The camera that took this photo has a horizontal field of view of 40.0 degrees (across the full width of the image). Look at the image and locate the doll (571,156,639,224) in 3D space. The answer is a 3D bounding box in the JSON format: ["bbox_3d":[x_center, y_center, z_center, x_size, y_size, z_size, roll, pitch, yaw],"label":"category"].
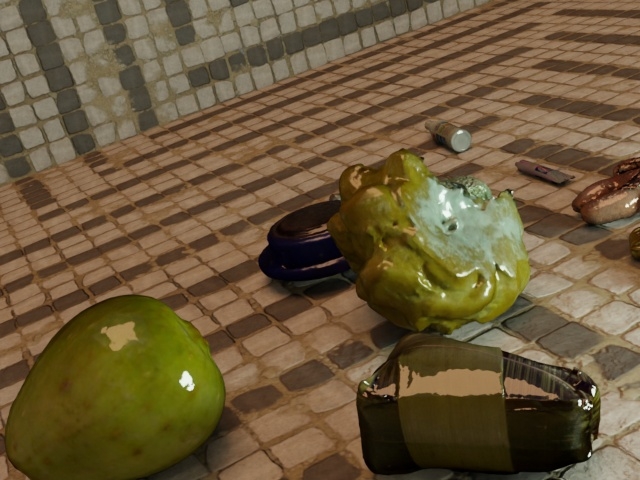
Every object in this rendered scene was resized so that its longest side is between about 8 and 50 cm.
[{"bbox_3d":[0.606,-0.134,1.610,0.303,0.156,0.201,-21,28,1],"label":"doll"}]

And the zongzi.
[{"bbox_3d":[0.215,0.180,1.153,0.289,0.154,0.317,-1,20,17],"label":"zongzi"}]

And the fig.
[{"bbox_3d":[-0.305,0.228,1.263,0.326,0.258,0.258,-30,22,1],"label":"fig"}]

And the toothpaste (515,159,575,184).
[{"bbox_3d":[0.475,-0.148,1.888,0.045,0.028,0.170,-17,23,-21],"label":"toothpaste"}]

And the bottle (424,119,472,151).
[{"bbox_3d":[0.320,-0.279,2.264,0.060,0.060,0.217,-20,24,-8],"label":"bottle"}]

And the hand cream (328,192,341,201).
[{"bbox_3d":[0.084,-0.112,2.084,0.165,0.037,0.057,-22,21,-32],"label":"hand cream"}]

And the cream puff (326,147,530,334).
[{"bbox_3d":[0.158,0.030,1.431,0.270,0.323,0.274,-49,22,54],"label":"cream puff"}]

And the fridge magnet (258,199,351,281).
[{"bbox_3d":[0.000,0.000,1.756,0.265,0.112,0.265,-15,20,6],"label":"fridge magnet"}]

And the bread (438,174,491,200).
[{"bbox_3d":[0.244,-0.092,1.871,0.232,0.064,0.172,2,26,40],"label":"bread"}]

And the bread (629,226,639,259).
[{"bbox_3d":[0.545,0.003,1.477,0.049,0.033,0.088,-1,25,19],"label":"bread"}]
